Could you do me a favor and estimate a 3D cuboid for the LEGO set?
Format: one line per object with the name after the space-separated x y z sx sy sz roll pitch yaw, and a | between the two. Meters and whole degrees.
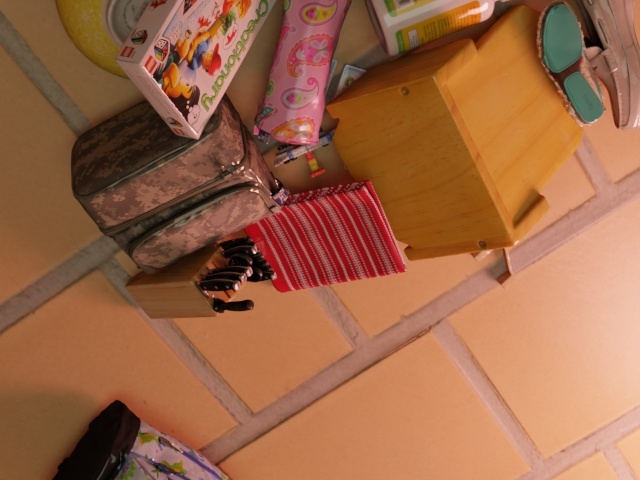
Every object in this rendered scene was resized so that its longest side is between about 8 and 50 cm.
0.028 -0.191 1.712 0.182 0.060 0.244 16 108 -14 | LEGO set

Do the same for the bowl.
-0.277 -0.372 1.521 0.289 0.156 0.289 -5 119 -9 | bowl

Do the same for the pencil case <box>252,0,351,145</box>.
-0.033 -0.299 1.599 0.124 0.124 0.284 11 104 -13 | pencil case

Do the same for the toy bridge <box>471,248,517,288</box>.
0.321 0.013 1.862 0.063 0.026 0.188 -43 113 9 | toy bridge

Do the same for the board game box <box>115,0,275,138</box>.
-0.177 -0.334 1.465 0.305 0.053 0.193 -64 150 -18 | board game box

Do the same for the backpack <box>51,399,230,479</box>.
-0.326 0.532 1.901 0.355 0.273 0.290 34 99 -33 | backpack

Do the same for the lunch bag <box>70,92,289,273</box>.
-0.236 -0.097 1.644 0.305 0.213 0.256 -27 131 5 | lunch bag

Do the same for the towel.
0.000 0.000 1.745 0.274 0.031 0.199 -11 119 28 | towel

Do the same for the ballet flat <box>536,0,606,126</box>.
0.420 -0.304 1.655 0.091 0.077 0.241 -27 117 -1 | ballet flat

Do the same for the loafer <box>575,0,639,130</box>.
0.500 -0.342 1.690 0.111 0.112 0.319 -15 108 4 | loafer

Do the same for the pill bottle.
0.204 -0.411 1.594 0.245 0.136 0.136 -21 115 1 | pill bottle

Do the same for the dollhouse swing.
0.253 -0.205 1.722 0.315 0.305 0.347 -10 123 38 | dollhouse swing

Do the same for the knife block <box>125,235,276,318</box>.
-0.215 0.086 1.699 0.275 0.242 0.088 -31 114 6 | knife block
